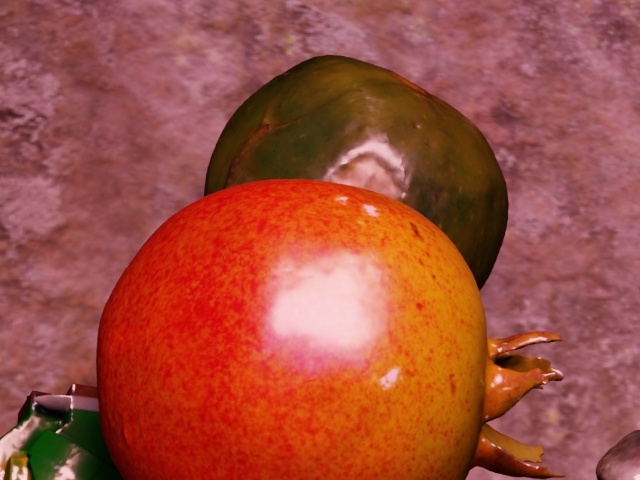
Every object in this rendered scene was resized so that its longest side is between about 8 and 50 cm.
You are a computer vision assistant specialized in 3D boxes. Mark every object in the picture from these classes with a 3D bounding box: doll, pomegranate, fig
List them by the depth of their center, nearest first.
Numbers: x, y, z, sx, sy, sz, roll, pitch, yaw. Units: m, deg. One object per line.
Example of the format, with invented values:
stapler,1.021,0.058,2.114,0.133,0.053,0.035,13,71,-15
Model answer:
pomegranate,0.008,0.072,0.895,0.256,0.221,0.221,9,53,-4
doll,-0.145,0.172,0.955,0.134,0.106,0.186,37,55,-5
fig,0.000,0.000,1.074,0.195,0.195,0.245,42,93,22

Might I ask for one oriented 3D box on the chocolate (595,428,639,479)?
chocolate,0.284,0.178,1.009,0.248,0.110,0.110,23,54,5
